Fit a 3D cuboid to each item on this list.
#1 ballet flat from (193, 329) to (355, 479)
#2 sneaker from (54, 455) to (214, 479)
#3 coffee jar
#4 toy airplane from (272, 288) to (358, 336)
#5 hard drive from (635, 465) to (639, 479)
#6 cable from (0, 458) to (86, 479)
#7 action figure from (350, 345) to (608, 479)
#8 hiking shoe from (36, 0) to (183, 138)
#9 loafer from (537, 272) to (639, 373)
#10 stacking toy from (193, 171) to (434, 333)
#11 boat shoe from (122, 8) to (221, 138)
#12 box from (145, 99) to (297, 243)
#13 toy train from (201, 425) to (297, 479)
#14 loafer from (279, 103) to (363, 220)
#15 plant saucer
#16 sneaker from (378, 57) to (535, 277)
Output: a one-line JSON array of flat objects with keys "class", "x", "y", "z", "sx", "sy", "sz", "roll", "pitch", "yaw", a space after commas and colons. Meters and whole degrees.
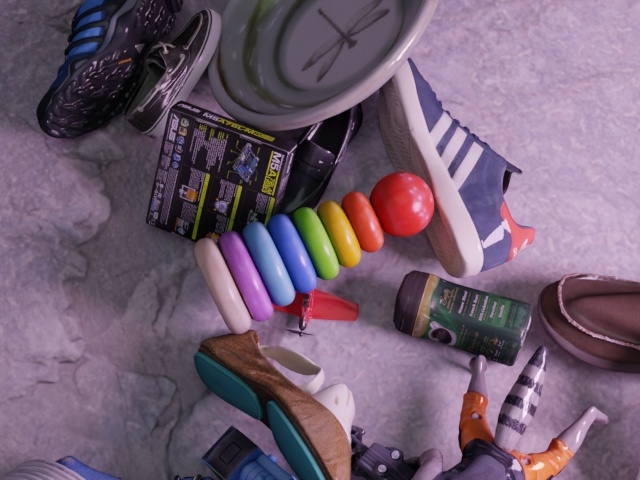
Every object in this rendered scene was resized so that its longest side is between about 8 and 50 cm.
[{"class": "ballet flat", "x": -0.034, "y": 0.214, "z": 1.604, "sx": 0.124, "sy": 0.116, "sz": 0.342, "roll": -29, "pitch": 39, "yaw": -23}, {"class": "sneaker", "x": -0.212, "y": 0.372, "z": 1.611, "sx": 0.330, "sy": 0.130, "sz": 0.147, "roll": 26, "pitch": 51, "yaw": 17}, {"class": "coffee jar", "x": 0.193, "y": 0.105, "z": 1.682, "sx": 0.184, "sy": 0.096, "sz": 0.079, "roll": 17, "pitch": 60, "yaw": 7}, {"class": "toy airplane", "x": -0.012, "y": 0.065, "z": 1.738, "sx": 0.151, "sy": 0.028, "sz": 0.151, "roll": -1, "pitch": 72, "yaw": 3}, {"class": "hard drive", "x": 0.516, "y": 0.320, "z": 1.529, "sx": 0.233, "sy": 0.047, "sz": 0.353, "roll": 17, "pitch": 98, "yaw": 25}, {"class": "cable", "x": -0.324, "y": 0.398, "z": 1.535, "sx": 0.257, "sy": 0.257, "sz": 0.089, "roll": 10, "pitch": 35, "yaw": 34}, {"class": "action figure", "x": 0.168, "y": 0.278, "z": 1.566, "sx": 0.341, "sy": 0.178, "sz": 0.330, "roll": 30, "pitch": 57, "yaw": 14}, {"class": "hiking shoe", "x": -0.332, "y": -0.285, "z": 1.838, "sx": 0.132, "sy": 0.113, "sz": 0.304, "roll": 28, "pitch": 76, "yaw": 37}, {"class": "loafer", "x": 0.478, "y": 0.105, "z": 1.641, "sx": 0.366, "sy": 0.130, "sz": 0.134, "roll": 12, "pitch": 50, "yaw": 1}, {"class": "stacking toy", "x": 0.000, "y": 0.000, "z": 1.667, "sx": 0.330, "sy": 0.141, "sz": 0.141, "roll": -25, "pitch": 73, "yaw": -5}, {"class": "boat shoe", "x": -0.220, "y": -0.260, "z": 1.811, "sx": 0.070, "sy": 0.078, "sz": 0.219, "roll": 34, "pitch": 74, "yaw": -33}, {"class": "box", "x": -0.143, "y": -0.079, "z": 1.722, "sx": 0.184, "sy": 0.045, "sz": 0.190, "roll": 19, "pitch": 118, "yaw": 7}, {"class": "toy train", "x": -0.071, "y": 0.325, "z": 1.595, "sx": 0.080, "sy": 0.105, "sz": 0.184, "roll": -47, "pitch": 49, "yaw": -11}, {"class": "loafer", "x": -0.011, "y": -0.120, "z": 1.771, "sx": 0.076, "sy": 0.078, "sz": 0.223, "roll": 29, "pitch": 75, "yaw": 11}, {"class": "plant saucer", "x": 0.021, "y": -0.311, "z": 1.769, "sx": 0.400, "sy": 0.100, "sz": 0.400, "roll": -20, "pitch": 51, "yaw": 26}, {"class": "sneaker", "x": 0.197, "y": -0.118, "z": 1.750, "sx": 0.148, "sy": 0.131, "sz": 0.350, "roll": -15, "pitch": 73, "yaw": -16}]
